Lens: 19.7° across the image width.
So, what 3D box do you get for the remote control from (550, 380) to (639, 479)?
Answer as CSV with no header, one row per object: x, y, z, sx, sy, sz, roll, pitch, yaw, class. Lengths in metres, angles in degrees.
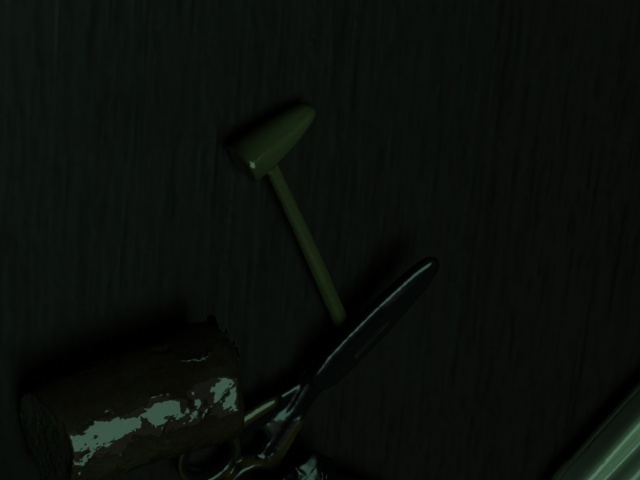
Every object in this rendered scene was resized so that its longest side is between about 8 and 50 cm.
0.269,0.132,1.374,0.230,0.049,0.090,-45,127,-7,remote control

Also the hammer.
0.000,0.000,1.192,0.060,0.028,0.195,-37,126,-19,hammer

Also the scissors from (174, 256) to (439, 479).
-0.001,0.090,1.214,0.220,0.017,0.088,-46,124,4,scissors

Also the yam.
-0.114,0.104,1.137,0.127,0.084,0.084,-20,118,-24,yam

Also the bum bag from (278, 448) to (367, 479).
0.011,0.180,1.252,0.124,0.034,0.058,30,98,-47,bum bag
